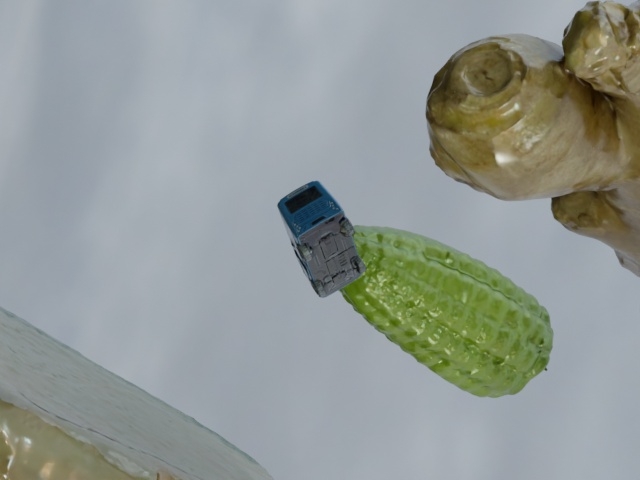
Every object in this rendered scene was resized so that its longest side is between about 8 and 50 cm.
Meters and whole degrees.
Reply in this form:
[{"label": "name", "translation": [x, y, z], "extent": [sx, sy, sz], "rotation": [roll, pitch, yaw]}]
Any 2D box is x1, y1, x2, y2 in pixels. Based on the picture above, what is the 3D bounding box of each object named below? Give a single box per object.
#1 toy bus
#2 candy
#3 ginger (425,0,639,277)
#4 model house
[{"label": "toy bus", "translation": [0.000, 0.000, 1.214], "extent": [0.046, 0.038, 0.083], "rotation": [55, -9, 32]}, {"label": "candy", "translation": [0.082, 0.045, 1.360], "extent": [0.096, 0.209, 0.097], "rotation": [-31, -137, 35]}, {"label": "ginger", "translation": [0.119, -0.005, 0.471], "extent": [0.052, 0.193, 0.176], "rotation": [-119, -162, -47]}, {"label": "model house", "translation": [-0.243, 0.301, 1.596], "extent": [0.343, 0.382, 0.334], "rotation": [-58, -159, 2]}]
